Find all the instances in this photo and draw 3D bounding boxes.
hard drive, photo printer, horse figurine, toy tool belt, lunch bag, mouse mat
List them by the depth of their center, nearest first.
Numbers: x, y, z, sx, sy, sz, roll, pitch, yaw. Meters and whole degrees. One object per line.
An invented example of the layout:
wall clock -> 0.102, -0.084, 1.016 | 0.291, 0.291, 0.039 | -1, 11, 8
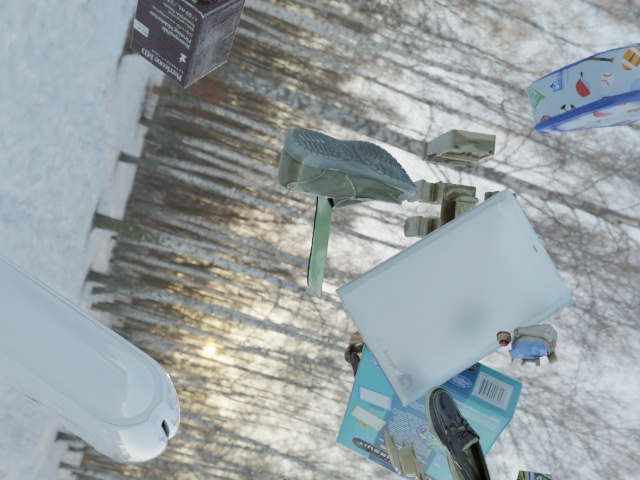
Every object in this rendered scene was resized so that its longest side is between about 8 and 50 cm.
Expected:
photo printer -> -0.313, 0.163, 0.805 | 0.107, 0.307, 0.256 | -55, 176, -29
toy tool belt -> 0.269, 0.141, 0.841 | 0.083, 0.052, 0.051 | -15, -130, 37
hard drive -> 0.205, 0.085, 0.982 | 0.307, 0.203, 0.040 | -31, 180, -5
mouse mat -> 0.000, 0.000, 1.118 | 0.153, 0.007, 0.190 | 61, 36, -72
lunch bag -> 0.533, -0.264, 1.143 | 0.243, 0.303, 0.115 | -18, -97, 58
horse figurine -> 0.147, 0.229, 1.493 | 0.174, 0.263, 0.066 | -3, -73, 57

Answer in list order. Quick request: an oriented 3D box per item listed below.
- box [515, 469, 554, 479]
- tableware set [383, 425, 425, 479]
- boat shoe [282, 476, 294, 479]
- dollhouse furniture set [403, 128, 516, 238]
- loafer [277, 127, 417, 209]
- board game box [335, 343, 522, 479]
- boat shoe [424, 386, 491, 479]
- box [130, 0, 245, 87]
box -> 0.354, 0.439, 1.004 | 0.169, 0.059, 0.054 | -89, -172, -71
tableware set -> 0.123, 0.330, 0.870 | 0.169, 0.020, 0.141 | 127, -54, -80
boat shoe -> -0.066, 0.560, 1.220 | 0.233, 0.079, 0.084 | -98, -170, -48
dollhouse furniture set -> 0.292, -0.102, 1.399 | 0.161, 0.212, 0.242 | 170, -74, -78
loafer -> 0.037, -0.096, 0.946 | 0.087, 0.251, 0.094 | -53, -137, 30
board game box -> 0.177, 0.313, 1.147 | 0.079, 0.253, 0.336 | -53, 162, -41
boat shoe -> 0.188, 0.266, 0.854 | 0.049, 0.056, 0.152 | -26, -92, 56
box -> -0.295, -0.491, 1.430 | 0.167, 0.168, 0.203 | -49, 174, -42
